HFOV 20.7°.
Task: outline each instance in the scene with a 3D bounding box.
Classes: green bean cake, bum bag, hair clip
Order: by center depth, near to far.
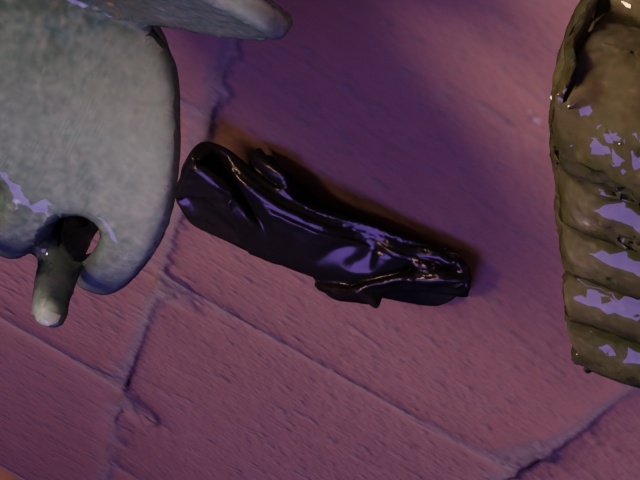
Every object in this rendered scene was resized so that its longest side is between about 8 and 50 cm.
[{"bbox_3d":[0.197,-0.065,0.797,0.132,0.241,0.255,18,155,20],"label":"green bean cake"},{"bbox_3d":[-0.210,-0.114,1.013,0.318,0.238,0.392,24,-172,-15],"label":"hair clip"},{"bbox_3d":[0.000,0.000,1.385,0.248,0.060,0.123,26,156,5],"label":"bum bag"}]
